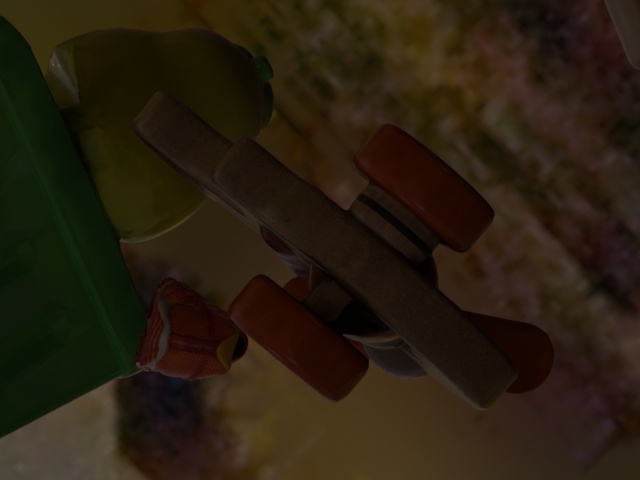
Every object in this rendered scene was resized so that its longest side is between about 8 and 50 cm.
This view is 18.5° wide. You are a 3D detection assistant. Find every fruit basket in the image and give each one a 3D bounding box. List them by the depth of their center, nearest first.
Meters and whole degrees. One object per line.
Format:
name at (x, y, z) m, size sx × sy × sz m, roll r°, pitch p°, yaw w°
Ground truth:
fruit basket at (-0.233, -0.065, 1.589) m, size 0.283 × 0.392 × 0.392 m, roll 21°, pitch 162°, yaw 38°

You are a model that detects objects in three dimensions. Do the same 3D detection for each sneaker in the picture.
sneaker at (-0.083, 0.065, 1.274) m, size 0.067 × 0.064 × 0.175 m, roll 15°, pitch -174°, yaw -8°

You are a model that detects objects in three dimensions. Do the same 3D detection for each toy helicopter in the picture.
toy helicopter at (0.000, 0.000, 1.220) m, size 0.235 × 0.140 × 0.355 m, roll 41°, pitch 178°, yaw -43°

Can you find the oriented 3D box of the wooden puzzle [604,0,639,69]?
wooden puzzle at (0.315, -0.272, 1.540) m, size 0.044 × 0.239 × 0.221 m, roll 38°, pitch -149°, yaw -56°
